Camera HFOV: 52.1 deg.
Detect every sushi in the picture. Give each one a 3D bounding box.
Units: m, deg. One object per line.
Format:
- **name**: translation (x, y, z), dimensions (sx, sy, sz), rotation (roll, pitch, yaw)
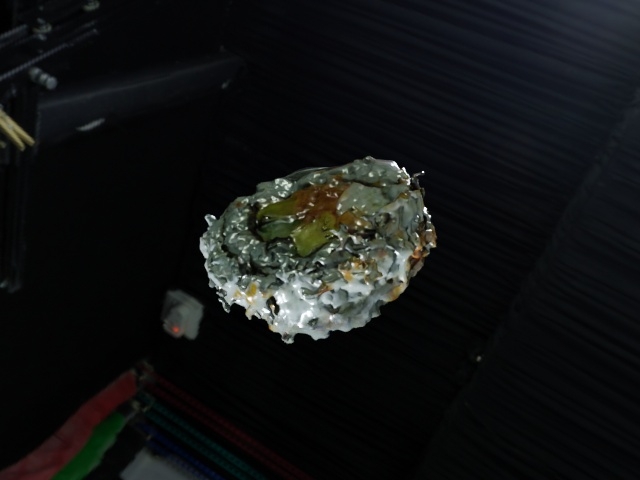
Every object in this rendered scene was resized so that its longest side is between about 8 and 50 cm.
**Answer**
- **sushi**: translation (-0.002, 0.003, 1.097), dimensions (0.417, 0.417, 0.176), rotation (-48, -49, -43)
